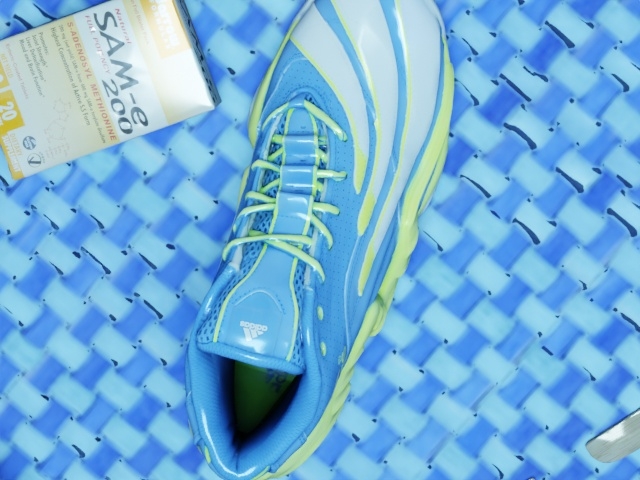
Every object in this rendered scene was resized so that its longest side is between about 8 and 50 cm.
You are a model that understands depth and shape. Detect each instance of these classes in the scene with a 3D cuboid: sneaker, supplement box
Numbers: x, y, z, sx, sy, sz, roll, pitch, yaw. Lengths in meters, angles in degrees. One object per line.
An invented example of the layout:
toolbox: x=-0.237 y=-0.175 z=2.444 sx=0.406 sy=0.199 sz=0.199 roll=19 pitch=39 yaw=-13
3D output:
sneaker: x=0.000 y=0.000 z=0.816 sx=0.091 sy=0.126 sz=0.240 roll=14 pitch=101 yaw=1
supplement box: x=-0.101 y=-0.073 z=0.855 sx=0.098 sy=0.036 sz=0.062 roll=-20 pitch=99 yaw=6

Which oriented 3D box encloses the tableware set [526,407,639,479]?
tableware set: x=0.144 y=0.159 z=0.879 sx=0.194 sy=0.039 sz=0.128 roll=-34 pitch=96 yaw=8
